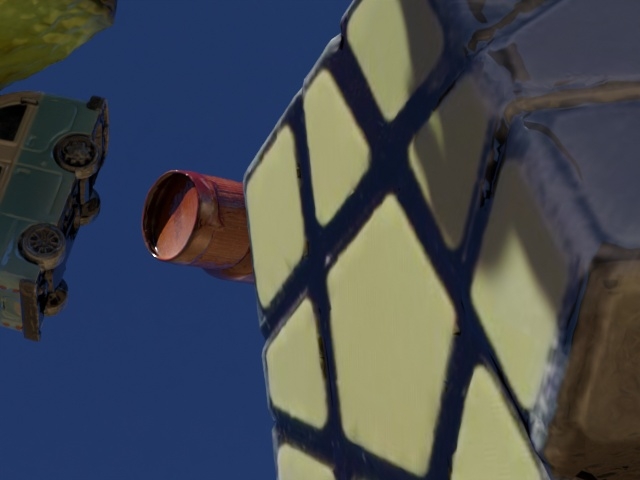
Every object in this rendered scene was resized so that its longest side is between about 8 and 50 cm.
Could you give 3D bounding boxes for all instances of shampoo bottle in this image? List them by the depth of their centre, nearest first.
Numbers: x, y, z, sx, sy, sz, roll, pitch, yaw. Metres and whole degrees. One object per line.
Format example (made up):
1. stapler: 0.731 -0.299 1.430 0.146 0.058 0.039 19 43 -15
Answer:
1. shampoo bottle: 0.000 0.000 1.316 0.260 0.064 0.102 10 -23 -43

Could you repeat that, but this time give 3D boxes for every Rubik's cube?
1. Rubik's cube: 0.134 0.019 0.531 0.319 0.319 0.264 28 -94 -31

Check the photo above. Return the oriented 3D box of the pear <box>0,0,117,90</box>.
1. pear: -0.264 -0.168 1.022 0.255 0.238 0.164 -31 -25 16

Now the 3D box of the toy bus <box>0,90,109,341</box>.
1. toy bus: -0.155 -0.019 1.010 0.075 0.123 0.060 14 -32 3
